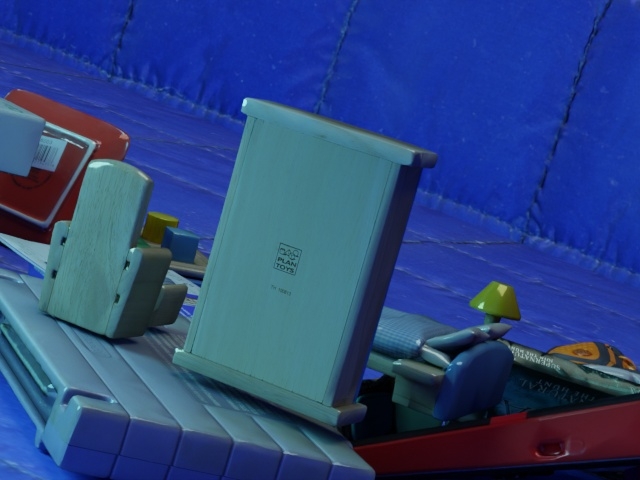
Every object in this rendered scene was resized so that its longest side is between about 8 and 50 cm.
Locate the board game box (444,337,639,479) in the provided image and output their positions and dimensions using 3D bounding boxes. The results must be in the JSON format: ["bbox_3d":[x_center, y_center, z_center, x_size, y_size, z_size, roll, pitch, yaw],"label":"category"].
[{"bbox_3d":[0.221,0.158,1.718,0.186,0.126,0.026,18,50,-6],"label":"board game box"}]

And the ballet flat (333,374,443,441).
[{"bbox_3d":[0.038,0.140,1.554,0.067,0.073,0.206,1,-5,25],"label":"ballet flat"}]

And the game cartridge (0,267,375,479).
[{"bbox_3d":[-0.122,0.111,1.383,0.230,0.068,0.355,20,6,-24],"label":"game cartridge"}]

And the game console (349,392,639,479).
[{"bbox_3d":[0.231,0.152,1.475,0.342,0.060,0.386,-13,-8,28],"label":"game console"}]

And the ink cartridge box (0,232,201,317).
[{"bbox_3d":[-0.173,0.057,1.681,0.208,0.045,0.206,15,9,-38],"label":"ink cartridge box"}]

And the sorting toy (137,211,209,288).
[{"bbox_3d":[-0.198,-0.006,2.062,0.196,0.047,0.348,16,8,-26],"label":"sorting toy"}]

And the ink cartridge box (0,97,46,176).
[{"bbox_3d":[-0.426,-0.136,1.671,0.333,0.065,0.165,16,8,-40],"label":"ink cartridge box"}]

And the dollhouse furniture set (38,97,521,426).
[{"bbox_3d":[0.000,0.000,1.453,0.286,0.198,0.303,19,8,23],"label":"dollhouse furniture set"}]

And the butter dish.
[{"bbox_3d":[-0.276,-0.050,1.929,0.160,0.160,0.118,22,-15,23],"label":"butter dish"}]

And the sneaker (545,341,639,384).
[{"bbox_3d":[0.345,0.167,1.895,0.321,0.124,0.180,18,9,-12],"label":"sneaker"}]

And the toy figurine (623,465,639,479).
[{"bbox_3d":[0.327,0.208,1.549,0.173,0.130,0.159,-30,23,-29],"label":"toy figurine"}]
